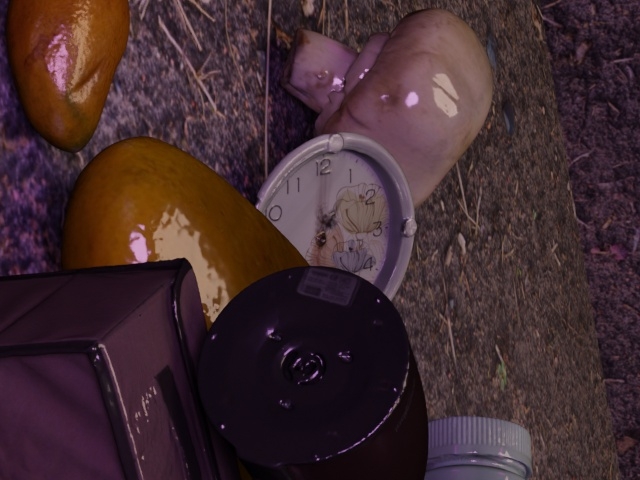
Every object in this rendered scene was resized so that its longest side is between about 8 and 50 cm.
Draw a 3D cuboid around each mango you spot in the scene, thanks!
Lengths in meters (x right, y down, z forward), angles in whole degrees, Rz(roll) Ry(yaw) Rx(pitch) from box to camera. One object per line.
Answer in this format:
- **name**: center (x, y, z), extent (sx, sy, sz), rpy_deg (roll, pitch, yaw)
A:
- **mango**: center (-0.094, 0.070, 1.175), extent (0.253, 0.182, 0.365), rpy_deg (-78, 155, -46)
- **mango**: center (-0.203, -0.158, 1.137), extent (0.115, 0.089, 0.165), rpy_deg (66, 29, -54)

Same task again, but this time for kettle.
- **kettle**: center (0.006, 0.155, 1.026), extent (0.232, 0.144, 0.202), rpy_deg (66, 38, -57)

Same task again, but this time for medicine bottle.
- **medicine bottle**: center (0.187, 0.394, 1.794), extent (0.158, 0.158, 0.318), rpy_deg (48, 41, -54)

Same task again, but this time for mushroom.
- **mushroom**: center (0.058, -0.157, 1.631), extent (0.260, 0.234, 0.254), rpy_deg (-56, -176, -15)

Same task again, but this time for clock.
- **clock**: center (0.000, 0.000, 1.509), extent (0.236, 0.053, 0.237), rpy_deg (-11, 109, -37)

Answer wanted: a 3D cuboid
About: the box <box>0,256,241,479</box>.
- **box**: center (-0.169, 0.159, 0.991), extent (0.153, 0.188, 0.252), rpy_deg (-41, 123, -67)
